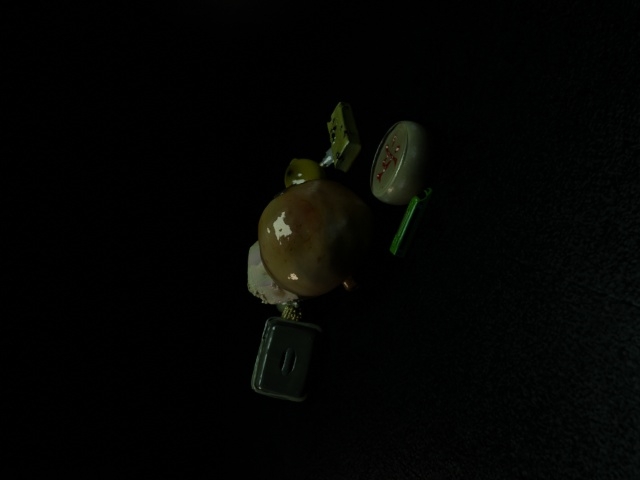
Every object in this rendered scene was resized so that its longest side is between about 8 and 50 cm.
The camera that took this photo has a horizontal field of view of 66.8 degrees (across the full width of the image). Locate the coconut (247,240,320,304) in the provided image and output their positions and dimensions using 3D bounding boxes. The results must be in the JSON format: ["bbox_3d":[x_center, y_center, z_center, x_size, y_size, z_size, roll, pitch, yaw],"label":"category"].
[{"bbox_3d":[-0.120,0.109,1.879,0.310,0.298,0.297,-18,58,46],"label":"coconut"}]

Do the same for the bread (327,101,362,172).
[{"bbox_3d":[0.096,-0.446,2.046,0.361,0.077,0.138,-97,29,-47],"label":"bread"}]

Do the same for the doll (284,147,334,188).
[{"bbox_3d":[-0.036,-0.248,2.179,0.348,0.161,0.422,-23,52,40],"label":"doll"}]

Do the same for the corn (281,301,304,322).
[{"bbox_3d":[-0.148,0.396,2.096,0.097,0.097,0.319,-112,39,-60],"label":"corn"}]

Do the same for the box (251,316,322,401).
[{"bbox_3d":[-0.124,0.437,1.801,0.166,0.221,0.290,141,142,-82],"label":"box"}]

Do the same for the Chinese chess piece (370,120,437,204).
[{"bbox_3d":[0.240,-0.226,1.435,0.250,0.103,0.249,-165,90,-73],"label":"Chinese chess piece"}]

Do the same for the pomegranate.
[{"bbox_3d":[0.000,0.000,1.571,0.411,0.412,0.410,-165,90,-71],"label":"pomegranate"}]

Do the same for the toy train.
[{"bbox_3d":[0.251,-0.056,1.362,0.044,0.042,0.209,-121,48,-64],"label":"toy train"}]

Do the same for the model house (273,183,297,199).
[{"bbox_3d":[-0.098,-0.097,1.938,0.211,0.243,0.204,40,117,25],"label":"model house"}]

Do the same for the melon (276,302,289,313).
[{"bbox_3d":[-0.145,0.281,2.161,0.131,0.098,0.097,-12,65,64],"label":"melon"}]
